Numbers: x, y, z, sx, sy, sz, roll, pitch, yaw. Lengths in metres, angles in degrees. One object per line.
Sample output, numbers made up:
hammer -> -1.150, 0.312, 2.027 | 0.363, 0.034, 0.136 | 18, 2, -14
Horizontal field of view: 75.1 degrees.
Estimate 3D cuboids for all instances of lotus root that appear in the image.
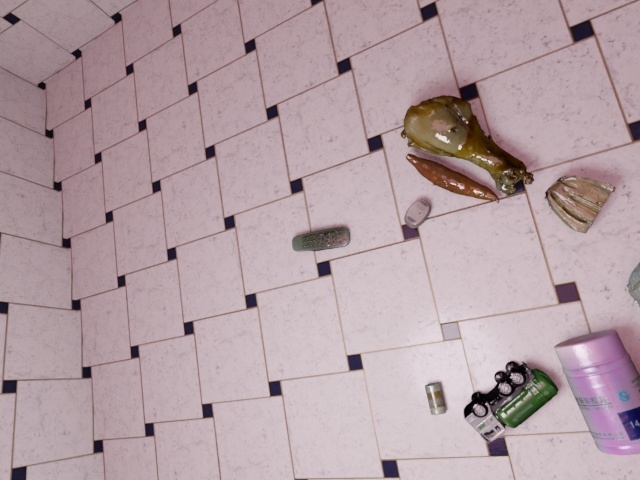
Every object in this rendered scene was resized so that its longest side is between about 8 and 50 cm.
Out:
lotus root -> 0.688, -0.112, 1.122 | 0.144, 0.070, 0.143 | 40, 108, 21

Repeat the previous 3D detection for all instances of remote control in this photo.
remote control -> 0.000, 0.000, 1.471 | 0.221, 0.042, 0.072 | -9, 80, 24

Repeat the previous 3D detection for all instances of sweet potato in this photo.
sweet potato -> 0.398, -0.182, 1.281 | 0.314, 0.066, 0.072 | 35, 106, 23

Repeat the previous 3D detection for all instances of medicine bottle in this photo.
medicine bottle -> 0.341, 0.469, 1.237 | 0.047, 0.047, 0.084 | -17, 75, 24
medicine bottle -> 0.696, 0.361, 1.011 | 0.152, 0.152, 0.254 | -25, 73, 22

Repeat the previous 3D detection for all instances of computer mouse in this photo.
computer mouse -> 0.310, -0.083, 1.327 | 0.066, 0.039, 0.096 | 40, 94, 25

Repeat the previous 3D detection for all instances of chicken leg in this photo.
chicken leg -> 0.434, -0.284, 1.241 | 0.429, 0.152, 0.201 | 41, 106, 17

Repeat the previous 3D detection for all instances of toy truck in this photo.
toy truck -> 0.510, 0.433, 1.129 | 0.242, 0.101, 0.125 | -46, 78, 12

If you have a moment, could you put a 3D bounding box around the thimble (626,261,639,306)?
thimble -> 0.858, 0.093, 0.953 | 0.249, 0.172, 0.205 | -16, 78, 23
